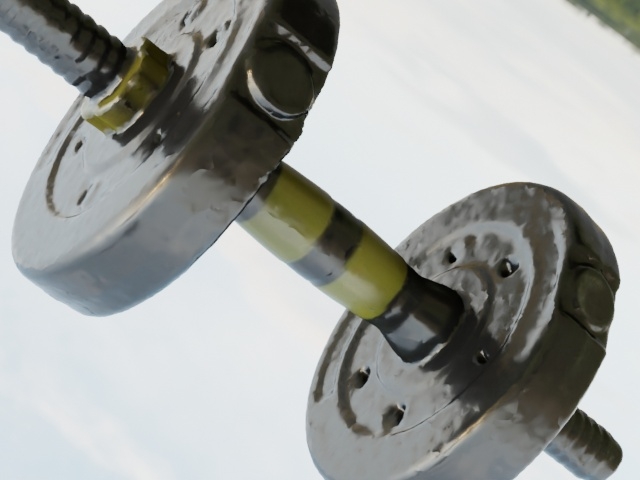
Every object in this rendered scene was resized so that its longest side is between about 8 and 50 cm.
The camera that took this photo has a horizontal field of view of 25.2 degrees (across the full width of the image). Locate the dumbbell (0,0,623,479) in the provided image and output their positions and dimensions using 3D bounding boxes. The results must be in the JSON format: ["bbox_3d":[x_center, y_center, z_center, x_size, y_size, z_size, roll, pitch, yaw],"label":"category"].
[{"bbox_3d":[0.000,0.000,0.517,0.325,0.143,0.143,38,-167,-25],"label":"dumbbell"}]
